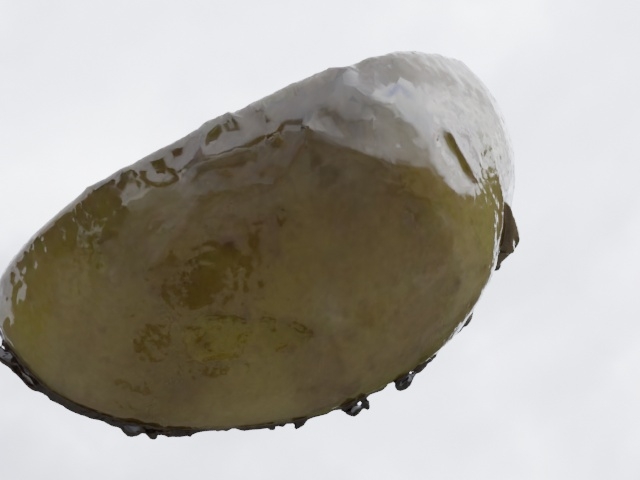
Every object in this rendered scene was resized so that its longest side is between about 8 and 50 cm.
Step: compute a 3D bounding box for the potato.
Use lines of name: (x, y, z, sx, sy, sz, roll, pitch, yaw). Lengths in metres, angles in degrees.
potato: (-0.002, 0.000, 0.751, 0.261, 0.120, 0.100, -22, -26, -23)
